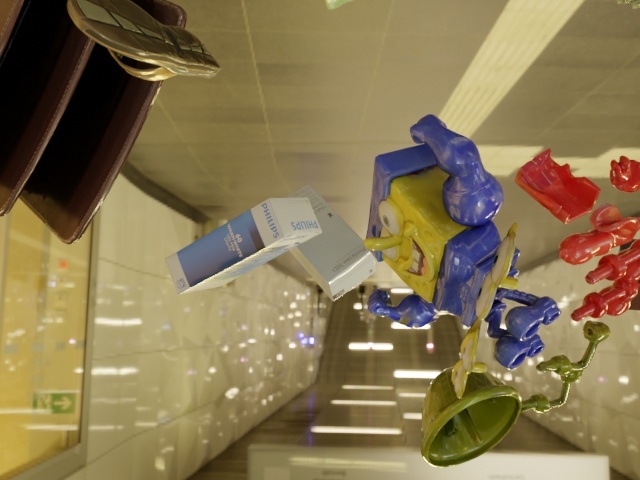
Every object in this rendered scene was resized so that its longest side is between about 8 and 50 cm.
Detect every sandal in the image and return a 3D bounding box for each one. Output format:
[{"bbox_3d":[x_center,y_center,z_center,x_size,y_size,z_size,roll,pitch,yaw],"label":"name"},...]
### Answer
[{"bbox_3d":[-0.164,-0.180,0.634,0.049,0.072,0.180,-39,163,22],"label":"sandal"}]

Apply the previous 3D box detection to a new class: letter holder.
[{"bbox_3d":[-0.312,-0.174,0.745,0.214,0.302,0.152,33,-172,34],"label":"letter holder"}]

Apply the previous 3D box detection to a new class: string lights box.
[{"bbox_3d":[-0.141,0.011,1.219,0.259,0.077,0.133,-28,170,28],"label":"string lights box"}]

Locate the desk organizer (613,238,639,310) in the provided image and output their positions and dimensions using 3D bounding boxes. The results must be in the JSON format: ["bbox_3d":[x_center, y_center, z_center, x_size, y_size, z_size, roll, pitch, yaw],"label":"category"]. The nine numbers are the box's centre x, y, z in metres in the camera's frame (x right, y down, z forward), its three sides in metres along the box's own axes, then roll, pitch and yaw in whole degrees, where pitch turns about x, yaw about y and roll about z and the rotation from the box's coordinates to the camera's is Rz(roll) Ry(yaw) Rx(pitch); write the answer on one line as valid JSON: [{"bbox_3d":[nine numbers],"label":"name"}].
[{"bbox_3d":[0.323,0.034,0.574,0.130,0.047,0.050,3,147,16],"label":"desk organizer"}]

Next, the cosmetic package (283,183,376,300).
[{"bbox_3d":[0.000,0.000,1.374,0.117,0.231,0.086,-35,145,-13],"label":"cosmetic package"}]

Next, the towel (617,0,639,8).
[{"bbox_3d":[0.385,-0.317,0.716,0.148,0.110,0.027,-15,153,25],"label":"towel"}]

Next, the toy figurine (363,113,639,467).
[{"bbox_3d":[0.124,0.011,0.571,0.191,0.217,0.363,-25,143,-20],"label":"toy figurine"}]

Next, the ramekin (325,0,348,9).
[{"bbox_3d":[0.059,-0.587,1.208,0.148,0.304,0.303,-9,171,6],"label":"ramekin"}]
